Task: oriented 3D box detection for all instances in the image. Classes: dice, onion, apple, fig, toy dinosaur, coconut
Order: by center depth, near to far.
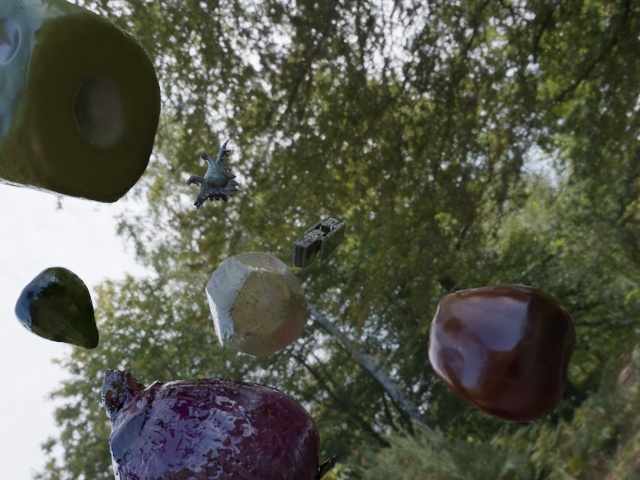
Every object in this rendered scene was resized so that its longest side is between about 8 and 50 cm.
[{"bbox_3d":[0.208,0.126,0.694,0.147,0.158,0.156,11,-91,-61],"label":"apple"},{"bbox_3d":[-0.173,0.294,0.755,0.267,0.349,0.159,-64,-5,3],"label":"onion"},{"bbox_3d":[-0.381,-0.185,0.802,0.227,0.233,0.238,16,-96,-66],"label":"dice"},{"bbox_3d":[-0.176,-0.110,0.996,0.039,0.082,0.209,-49,21,33],"label":"toy dinosaur"},{"bbox_3d":[-0.434,0.122,1.006,0.123,0.156,0.123,-52,7,9],"label":"fig"},{"bbox_3d":[-0.137,0.138,1.262,0.197,0.237,0.237,-19,-34,-12],"label":"coconut"}]

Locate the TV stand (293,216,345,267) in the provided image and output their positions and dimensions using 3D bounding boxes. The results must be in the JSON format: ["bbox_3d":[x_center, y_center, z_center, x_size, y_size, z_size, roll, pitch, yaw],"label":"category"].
[{"bbox_3d":[0.000,0.000,0.931,0.249,0.042,0.036,-40,-38,-74],"label":"TV stand"}]
